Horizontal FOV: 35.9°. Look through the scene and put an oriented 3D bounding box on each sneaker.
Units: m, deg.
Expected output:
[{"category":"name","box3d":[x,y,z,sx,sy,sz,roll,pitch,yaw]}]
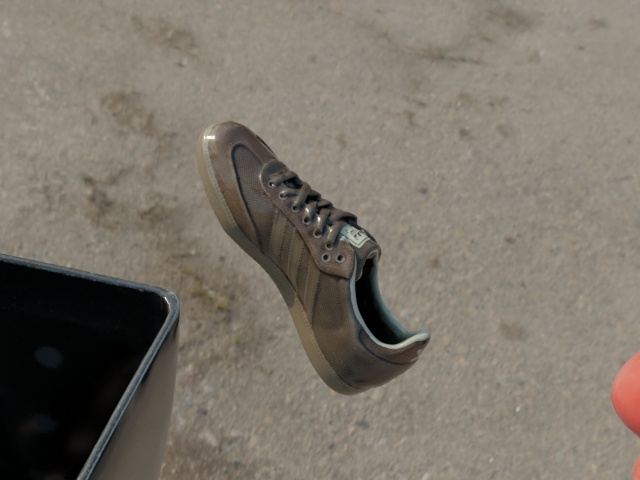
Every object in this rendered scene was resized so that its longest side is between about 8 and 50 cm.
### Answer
[{"category":"sneaker","box3d":[0.000,0.000,0.596,0.188,0.071,0.066,58,32,-3]}]

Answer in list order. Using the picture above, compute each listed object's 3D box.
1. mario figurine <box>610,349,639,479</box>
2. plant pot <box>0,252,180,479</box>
[{"category":"mario figurine","box3d":[0.307,0.176,0.579,0.321,0.198,0.170,33,67,7]},{"category":"plant pot","box3d":[-0.173,0.125,0.433,0.188,0.167,0.187,12,46,11]}]
